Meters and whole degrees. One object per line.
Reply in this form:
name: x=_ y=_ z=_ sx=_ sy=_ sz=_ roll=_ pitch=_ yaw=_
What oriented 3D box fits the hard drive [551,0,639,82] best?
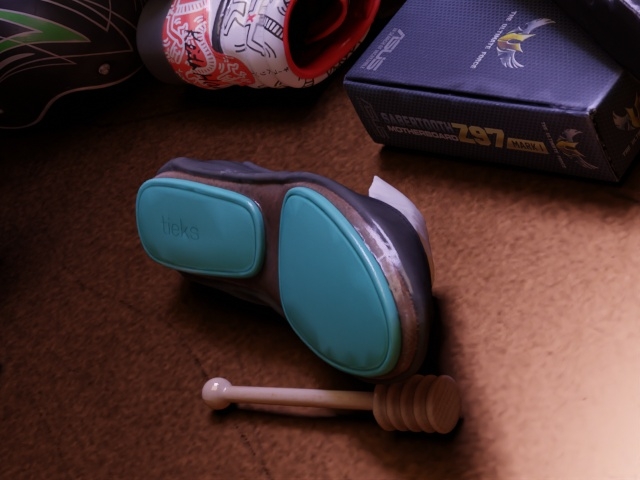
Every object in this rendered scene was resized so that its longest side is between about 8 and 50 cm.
hard drive: x=0.261 y=-0.233 z=1.010 sx=0.339 sy=0.064 sz=0.237 roll=-31 pitch=55 yaw=-13

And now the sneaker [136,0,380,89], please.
sneaker: x=-0.002 y=-0.208 z=1.224 sx=0.145 sy=0.090 sz=0.270 roll=9 pitch=56 yaw=39

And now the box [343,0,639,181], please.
box: x=0.150 y=-0.143 z=1.071 sx=0.183 sy=0.059 sz=0.232 roll=13 pitch=55 yaw=41

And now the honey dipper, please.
honey dipper: x=0.000 y=0.085 z=0.944 sx=0.161 sy=0.030 sz=0.030 roll=-3 pitch=45 yaw=37

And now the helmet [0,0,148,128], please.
helmet: x=-0.205 y=-0.175 z=1.277 sx=0.161 sy=0.169 sz=0.169 roll=-27 pitch=34 yaw=34

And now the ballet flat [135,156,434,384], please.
ballet flat: x=0.000 y=0.000 z=0.980 sx=0.096 sy=0.095 sz=0.280 roll=-10 pitch=21 yaw=-32
